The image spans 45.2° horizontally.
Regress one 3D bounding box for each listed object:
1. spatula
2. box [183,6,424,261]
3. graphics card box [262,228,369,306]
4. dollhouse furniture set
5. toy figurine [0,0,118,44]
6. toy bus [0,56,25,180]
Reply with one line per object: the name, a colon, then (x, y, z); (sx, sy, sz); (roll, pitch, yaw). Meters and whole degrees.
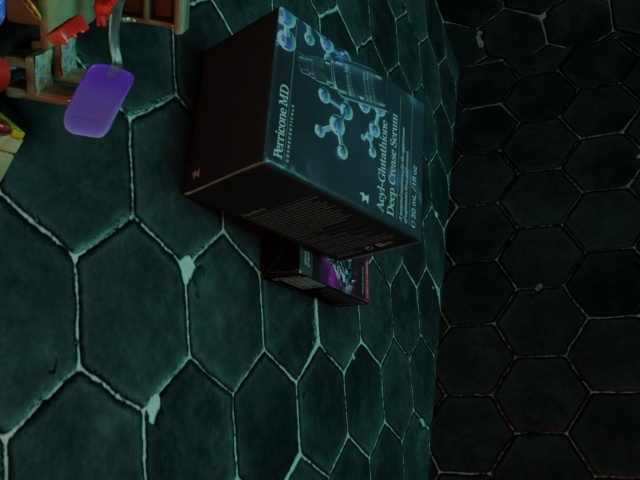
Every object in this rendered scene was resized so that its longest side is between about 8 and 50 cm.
spatula: (-0.235, -0.262, 0.899); (0.084, 0.030, 0.296); (-4, 113, -64)
box: (-0.012, -0.170, 1.383); (0.395, 0.212, 0.294); (23, 62, -40)
graphics card box: (0.000, 0.000, 1.652); (0.371, 0.094, 0.233); (29, 58, -60)
dollhouse furniture set: (-0.270, -0.300, 0.950); (0.242, 0.161, 0.212); (-77, 175, -60)
toy figurine: (-0.329, -0.306, 0.651); (0.363, 0.191, 0.217); (64, 36, -30)
toy bus: (-0.403, -0.108, 0.757); (0.191, 0.104, 0.202); (-37, 150, -33)
